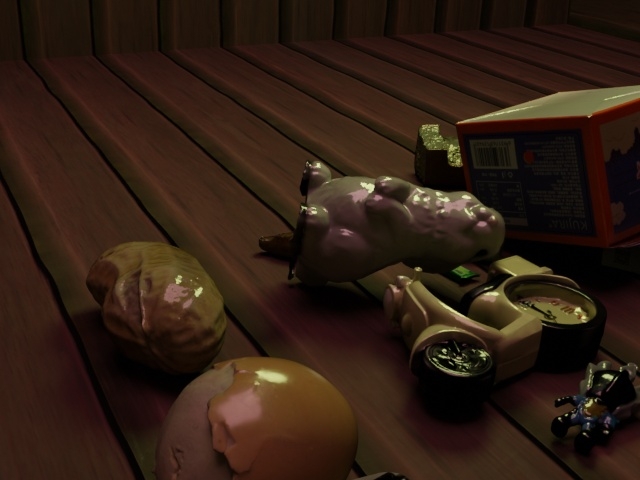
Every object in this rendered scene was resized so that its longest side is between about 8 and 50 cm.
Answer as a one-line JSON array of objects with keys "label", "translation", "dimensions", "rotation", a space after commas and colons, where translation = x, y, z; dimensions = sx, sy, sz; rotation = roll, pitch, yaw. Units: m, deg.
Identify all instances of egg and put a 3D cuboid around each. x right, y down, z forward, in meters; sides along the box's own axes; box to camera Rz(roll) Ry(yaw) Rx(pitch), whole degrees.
[{"label": "egg", "translation": [-0.066, 0.230, 0.991], "dimensions": [0.244, 0.201, 0.201], "rotation": [-2, 21, -38]}]

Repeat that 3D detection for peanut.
[{"label": "peanut", "translation": [-0.247, 0.095, 1.354], "dimensions": [0.174, 0.158, 0.340], "rotation": [-34, 26, -6]}]

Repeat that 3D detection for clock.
[{"label": "clock", "translation": [0.255, 0.128, 1.363], "dimensions": [0.379, 0.120, 0.276], "rotation": [-9, 28, -34]}]

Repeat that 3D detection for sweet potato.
[{"label": "sweet potato", "translation": [0.000, 0.001, 1.697], "dimensions": [0.233, 0.062, 0.081], "rotation": [-9, 10, -14]}]

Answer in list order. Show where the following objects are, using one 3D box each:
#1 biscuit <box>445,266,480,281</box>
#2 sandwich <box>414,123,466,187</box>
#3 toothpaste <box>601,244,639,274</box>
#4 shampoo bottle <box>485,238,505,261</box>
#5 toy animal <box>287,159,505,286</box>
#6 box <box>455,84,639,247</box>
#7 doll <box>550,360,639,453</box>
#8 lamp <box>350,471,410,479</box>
[{"label": "biscuit", "translation": [0.248, 0.056, 1.636], "dimensions": [0.046, 0.016, 0.089], "rotation": [-13, 28, -34]}, {"label": "sandwich", "translation": [0.346, -0.192, 2.082], "dimensions": [0.236, 0.128, 0.122], "rotation": [1, 31, -1]}, {"label": "toothpaste", "translation": [0.664, -0.023, 1.783], "dimensions": [0.081, 0.067, 0.336], "rotation": [16, 27, 32]}, {"label": "shampoo bottle", "translation": [0.250, -0.003, 1.712], "dimensions": [0.204, 0.065, 0.065], "rotation": [9, 25, 17]}, {"label": "toy animal", "translation": [0.127, -0.013, 1.512], "dimensions": [0.357, 0.258, 0.194], "rotation": [7, 54, -2]}, {"label": "box", "translation": [0.506, -0.146, 1.713], "dimensions": [0.318, 0.257, 0.349], "rotation": [-19, 14, -32]}, {"label": "doll", "translation": [0.391, 0.217, 1.213], "dimensions": [0.096, 0.070, 0.195], "rotation": [35, 44, 27]}, {"label": "lamp", "translation": [0.087, 0.332, 0.877], "dimensions": [0.179, 0.108, 0.246], "rotation": [-5, 22, -24]}]
